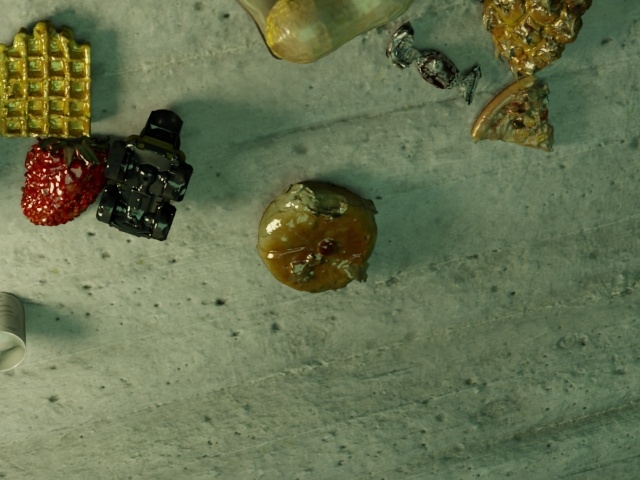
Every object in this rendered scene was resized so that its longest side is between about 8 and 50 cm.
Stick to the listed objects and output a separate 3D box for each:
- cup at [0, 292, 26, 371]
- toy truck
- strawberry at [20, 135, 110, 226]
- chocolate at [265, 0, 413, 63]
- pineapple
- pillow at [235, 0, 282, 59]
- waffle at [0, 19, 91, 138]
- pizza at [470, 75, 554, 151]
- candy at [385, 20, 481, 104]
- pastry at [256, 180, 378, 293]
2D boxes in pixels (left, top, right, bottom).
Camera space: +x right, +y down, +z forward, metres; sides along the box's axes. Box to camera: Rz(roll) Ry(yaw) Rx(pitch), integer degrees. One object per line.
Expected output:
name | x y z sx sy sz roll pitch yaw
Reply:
cup | -0.631 0.167 2.050 0.099 0.133 0.136 -44 125 16
toy truck | -0.313 -0.119 1.948 0.147 0.165 0.224 18 134 -8
strawberry | -0.460 -0.092 1.953 0.167 0.087 0.208 1 125 -19
chocolate | 0.042 -0.406 1.846 0.309 0.134 0.134 -32 128 -9
pineapple | 0.397 -0.438 1.933 0.158 0.161 0.334 17 120 -24
pillow | -0.084 -0.429 1.864 0.130 0.038 0.233 -37 126 1
waffle | -0.476 -0.279 1.836 0.160 0.055 0.211 -4 125 -16
pizza | 0.411 -0.228 2.149 0.195 0.052 0.185 33 113 -33
candy | 0.219 -0.332 2.017 0.226 0.051 0.094 28 109 -31
pastry | -0.006 0.001 2.135 0.257 0.121 0.236 13 119 -24
